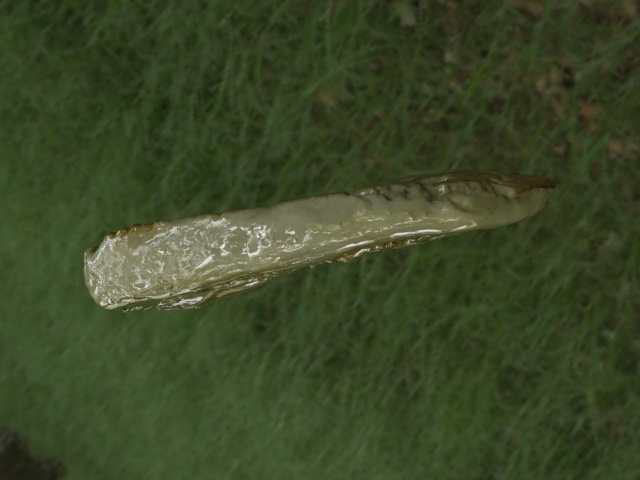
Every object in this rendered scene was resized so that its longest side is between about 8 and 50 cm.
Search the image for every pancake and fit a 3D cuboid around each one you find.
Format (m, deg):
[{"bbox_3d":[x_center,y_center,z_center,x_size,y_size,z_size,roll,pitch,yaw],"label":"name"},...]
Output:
[{"bbox_3d":[0.000,-0.001,0.374,0.151,0.151,0.025,154,104,-69],"label":"pancake"}]
